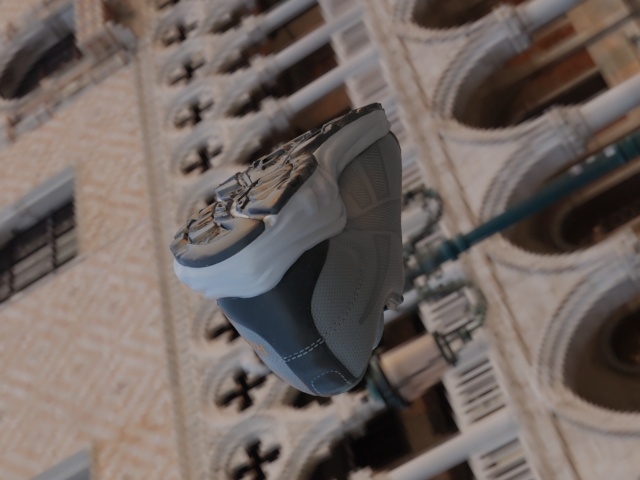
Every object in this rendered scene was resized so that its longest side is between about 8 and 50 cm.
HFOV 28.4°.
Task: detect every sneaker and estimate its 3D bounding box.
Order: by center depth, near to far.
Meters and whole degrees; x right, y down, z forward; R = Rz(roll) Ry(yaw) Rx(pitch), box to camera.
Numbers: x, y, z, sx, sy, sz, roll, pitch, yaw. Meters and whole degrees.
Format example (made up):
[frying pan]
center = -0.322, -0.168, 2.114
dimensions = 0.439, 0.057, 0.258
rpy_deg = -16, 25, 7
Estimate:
[sneaker]
center = 0.000, 0.000, 0.682
dimensions = 0.108, 0.100, 0.271
rpy_deg = 58, -161, -10
